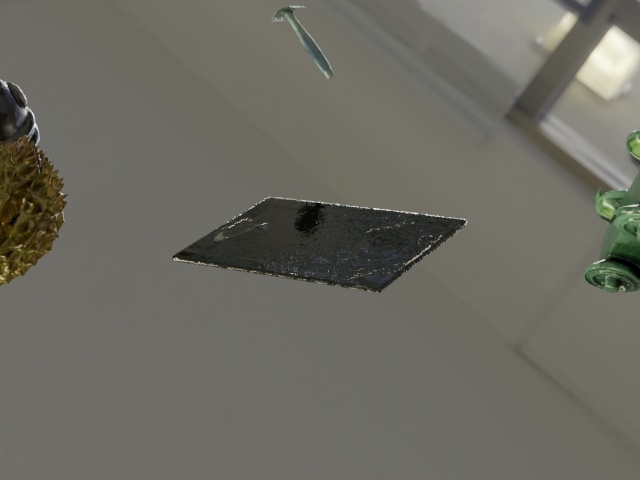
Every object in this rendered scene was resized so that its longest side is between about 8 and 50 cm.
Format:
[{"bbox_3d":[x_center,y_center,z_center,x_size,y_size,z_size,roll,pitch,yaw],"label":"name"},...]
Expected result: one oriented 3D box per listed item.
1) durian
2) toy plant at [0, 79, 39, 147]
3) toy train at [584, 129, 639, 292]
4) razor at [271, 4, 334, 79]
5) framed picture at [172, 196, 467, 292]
[{"bbox_3d":[-0.420,-0.039,2.151,0.165,0.182,0.132,58,165,-11],"label":"durian"},{"bbox_3d":[-0.524,-0.137,2.525,0.175,0.235,0.218,-28,-142,-23],"label":"toy plant"},{"bbox_3d":[0.331,-0.011,1.461,0.157,0.253,0.105,14,-113,2],"label":"toy train"},{"bbox_3d":[-0.018,-0.319,2.612,0.135,0.040,0.068,56,-155,6],"label":"razor"},{"bbox_3d":[0.000,0.000,2.166,0.323,0.013,0.244,7,-156,31],"label":"framed picture"}]
